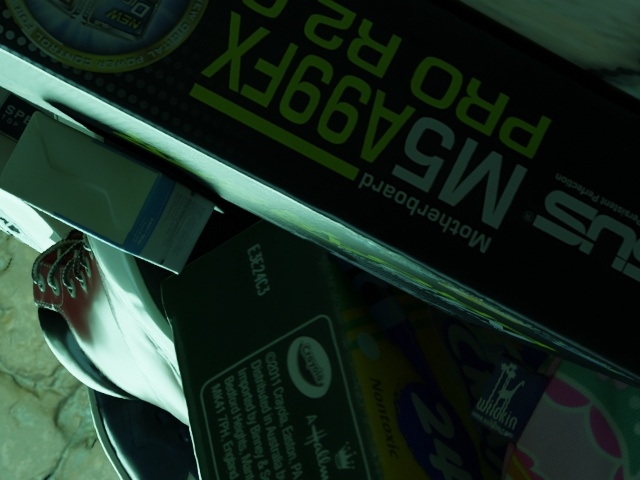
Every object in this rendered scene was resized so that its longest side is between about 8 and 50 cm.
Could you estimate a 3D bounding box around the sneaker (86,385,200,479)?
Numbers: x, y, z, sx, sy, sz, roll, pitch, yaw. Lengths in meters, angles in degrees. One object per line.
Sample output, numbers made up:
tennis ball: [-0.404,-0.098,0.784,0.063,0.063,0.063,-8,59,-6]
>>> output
sneaker: [0.001,0.132,0.938,0.350,0.131,0.148,48,161,24]

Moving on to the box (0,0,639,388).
box: [-0.030,-0.048,0.540,0.270,0.060,0.216,28,177,-11]

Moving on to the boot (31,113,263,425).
boot: [-0.095,-0.005,0.863,0.176,0.088,0.244,21,143,42]

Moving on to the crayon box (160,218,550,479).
crayon box: [0.083,0.132,0.790,0.323,0.083,0.203,30,-144,-47]

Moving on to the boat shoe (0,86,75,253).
boat shoe: [-0.177,-0.074,1.128,0.158,0.127,0.340,34,175,44]

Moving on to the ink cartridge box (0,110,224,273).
ink cartridge box: [-0.066,-0.013,0.629,0.048,0.028,0.083,26,179,14]

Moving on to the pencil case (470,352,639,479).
pencil case: [0.197,0.100,0.644,0.284,0.124,0.124,27,178,21]
